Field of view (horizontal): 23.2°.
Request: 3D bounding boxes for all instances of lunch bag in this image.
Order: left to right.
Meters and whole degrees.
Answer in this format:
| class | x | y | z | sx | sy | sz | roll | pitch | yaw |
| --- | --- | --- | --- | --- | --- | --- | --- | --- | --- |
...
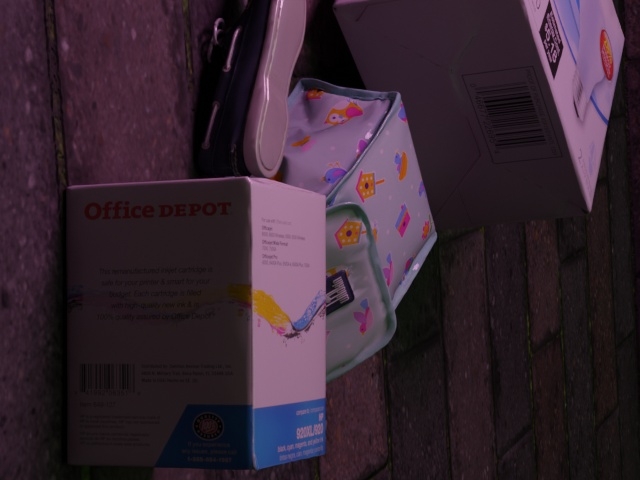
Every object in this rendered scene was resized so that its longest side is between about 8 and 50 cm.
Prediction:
| class | x | y | z | sx | sy | sz | roll | pitch | yaw |
| --- | --- | --- | --- | --- | --- | --- | --- | --- | --- |
| lunch bag | 0.000 | 0.000 | 1.596 | 0.262 | 0.160 | 0.223 | -58 | 146 | -36 |

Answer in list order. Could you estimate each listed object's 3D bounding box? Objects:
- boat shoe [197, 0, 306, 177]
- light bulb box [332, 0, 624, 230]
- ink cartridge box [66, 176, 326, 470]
| class | x | y | z | sx | sy | sz | roll | pitch | yaw |
| --- | --- | --- | --- | --- | --- | --- | --- | --- | --- |
| boat shoe | -0.066 | -0.178 | 1.539 | 0.095 | 0.079 | 0.254 | 44 | 51 | -64 |
| light bulb box | 0.210 | -0.265 | 1.911 | 0.361 | 0.225 | 0.358 | -70 | 146 | -43 |
| ink cartridge box | -0.100 | 0.068 | 1.312 | 0.168 | 0.171 | 0.232 | 7 | 83 | -68 |
